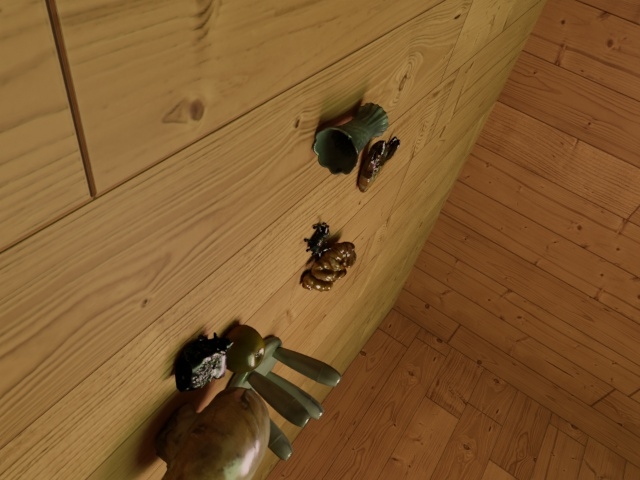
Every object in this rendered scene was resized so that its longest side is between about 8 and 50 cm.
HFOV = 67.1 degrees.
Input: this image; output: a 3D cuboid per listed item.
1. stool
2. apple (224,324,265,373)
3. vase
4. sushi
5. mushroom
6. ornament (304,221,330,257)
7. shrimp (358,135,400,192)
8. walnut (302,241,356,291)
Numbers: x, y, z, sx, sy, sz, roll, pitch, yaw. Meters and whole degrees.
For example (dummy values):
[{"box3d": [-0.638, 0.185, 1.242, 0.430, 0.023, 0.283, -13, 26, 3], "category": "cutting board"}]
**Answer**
[{"box3d": [-0.088, 0.353, 1.124, 0.195, 0.199, 0.195, -40, 155, -51], "category": "stool"}, {"box3d": [-0.145, 0.200, 0.893, 0.089, 0.075, 0.089, 11, 90, -69], "category": "apple"}, {"box3d": [0.058, -0.175, 0.791, 0.148, 0.081, 0.081, -48, 162, -44], "category": "vase"}, {"box3d": [-0.192, 0.194, 0.782, 0.083, 0.056, 0.084, -22, 143, -52], "category": "sushi"}, {"box3d": [-0.192, 0.376, 0.882, 0.254, 0.184, 0.254, -53, 162, -26], "category": "mushroom"}, {"box3d": [0.000, 0.000, 1.026, 0.073, 0.028, 0.125, -57, 162, -1], "category": "ornament"}, {"box3d": [0.137, -0.189, 1.049, 0.148, 0.035, 0.195, -47, 168, -24], "category": "shrimp"}, {"box3d": [0.029, 0.065, 1.145, 0.143, 0.069, 0.170, -51, 169, 33], "category": "walnut"}]
